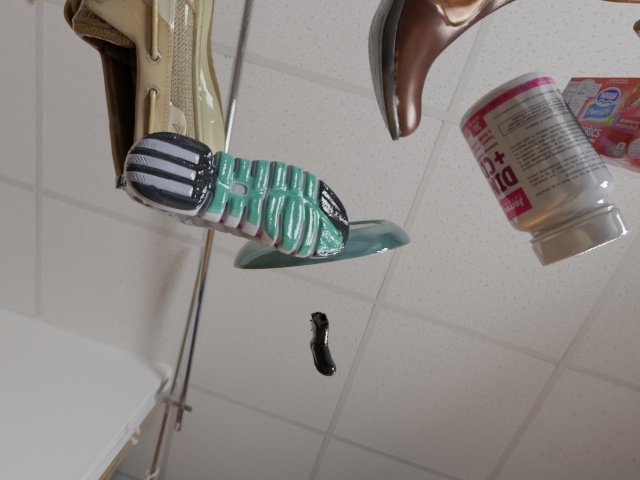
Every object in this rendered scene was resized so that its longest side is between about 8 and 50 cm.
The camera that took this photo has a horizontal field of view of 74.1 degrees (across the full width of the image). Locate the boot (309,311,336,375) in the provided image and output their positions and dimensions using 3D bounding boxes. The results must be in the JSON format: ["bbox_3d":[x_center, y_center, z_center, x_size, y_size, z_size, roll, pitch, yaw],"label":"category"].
[{"bbox_3d":[0.005,0.225,0.941,0.045,0.121,0.099,-5,-59,-18],"label":"boot"}]

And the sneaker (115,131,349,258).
[{"bbox_3d":[-0.077,-0.038,0.414,0.224,0.098,0.083,21,-105,-32],"label":"sneaker"}]

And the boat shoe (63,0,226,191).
[{"bbox_3d":[-0.172,-0.214,0.401,0.122,0.110,0.340,12,-65,45],"label":"boat shoe"}]

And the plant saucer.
[{"bbox_3d":[0.000,0.000,0.760,0.318,0.317,0.043,-7,-84,13],"label":"plant saucer"}]

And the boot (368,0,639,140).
[{"bbox_3d":[0.188,-0.226,0.394,0.281,0.096,0.264,-3,-61,-1],"label":"boot"}]

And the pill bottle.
[{"bbox_3d":[0.361,-0.112,0.692,0.160,0.160,0.283,-27,-103,18],"label":"pill bottle"}]

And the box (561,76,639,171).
[{"bbox_3d":[0.521,-0.201,0.737,0.123,0.257,0.128,19,-71,-8],"label":"box"}]

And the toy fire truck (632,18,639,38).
[{"bbox_3d":[0.403,-0.321,0.382,0.217,0.158,0.246,20,-70,-17],"label":"toy fire truck"}]
